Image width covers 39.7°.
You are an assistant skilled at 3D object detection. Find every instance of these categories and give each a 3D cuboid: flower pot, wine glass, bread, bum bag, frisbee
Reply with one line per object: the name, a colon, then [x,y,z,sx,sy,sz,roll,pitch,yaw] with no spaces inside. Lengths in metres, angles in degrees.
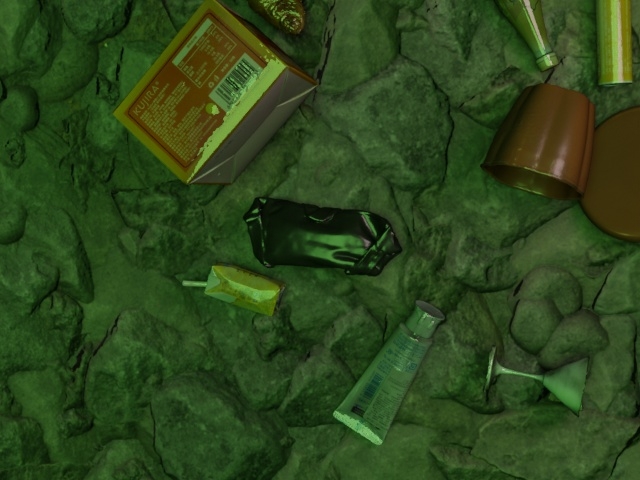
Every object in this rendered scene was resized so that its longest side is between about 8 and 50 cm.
flower pot: [0.407,-0.180,1.602,0.191,0.190,0.173,19,84,10]
wine glass: [0.401,0.254,1.654,0.183,0.122,0.122,10,96,13]
bread: [-0.101,-0.490,1.730,0.105,0.076,0.233,-29,80,0]
bum bag: [0.000,0.000,1.743,0.327,0.080,0.142,9,88,15]
frisbee: [0.573,-0.121,1.585,0.251,0.021,0.250,-6,80,38]

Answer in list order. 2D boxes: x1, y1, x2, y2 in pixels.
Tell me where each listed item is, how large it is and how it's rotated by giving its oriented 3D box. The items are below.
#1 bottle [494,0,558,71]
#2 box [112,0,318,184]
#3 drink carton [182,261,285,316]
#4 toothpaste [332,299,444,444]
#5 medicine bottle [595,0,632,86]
bottle: [0.368,-0.438,1.631,0.083,0.083,0.269,-26,90,12]
box: [-0.193,-0.272,1.671,0.214,0.259,0.283,44,101,5]
drink carton: [-0.175,0.088,1.780,0.200,0.084,0.074,19,101,6]
toothpaste: [0.141,0.257,1.737,0.114,0.073,0.299,31,107,8]
medicine bottle: [0.531,-0.391,1.606,0.074,0.074,0.218,-2,94,12]
